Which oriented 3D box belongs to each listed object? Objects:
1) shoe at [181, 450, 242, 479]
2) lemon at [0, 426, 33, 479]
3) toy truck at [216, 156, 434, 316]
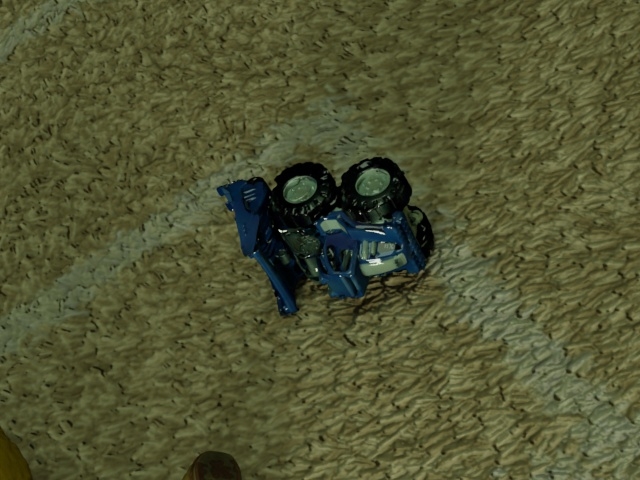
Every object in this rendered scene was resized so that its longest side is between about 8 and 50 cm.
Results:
[{"bbox_3d":[-0.104,0.249,1.674,0.072,0.069,0.109,-10,48,-34],"label":"shoe"},{"bbox_3d":[-0.375,0.270,1.695,0.204,0.204,0.260,12,58,33],"label":"lemon"},{"bbox_3d":[0.000,0.000,1.808,0.208,0.113,0.126,-3,52,25],"label":"toy truck"}]
